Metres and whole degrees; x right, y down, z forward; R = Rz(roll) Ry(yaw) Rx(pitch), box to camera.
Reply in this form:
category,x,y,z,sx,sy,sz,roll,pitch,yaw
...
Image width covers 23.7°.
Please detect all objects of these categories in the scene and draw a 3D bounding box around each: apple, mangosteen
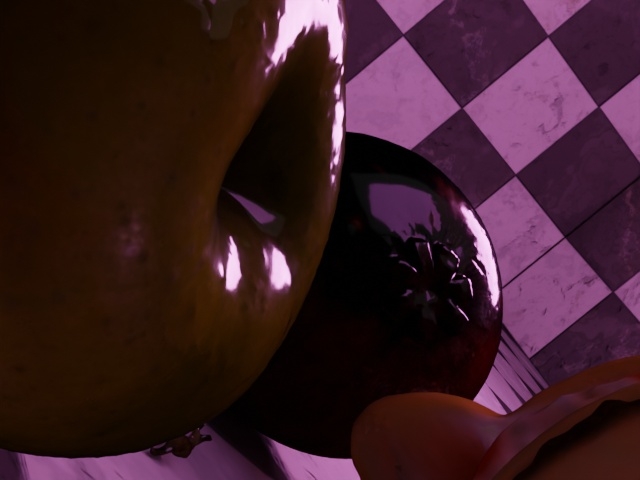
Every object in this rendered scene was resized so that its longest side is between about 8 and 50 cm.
category,x,y,z,sx,sy,sz,roll,pitch,yaw
apple,-0.078,-0.032,0.454,0.157,0.196,0.196,16,-10,25
mangosteen,0.001,0.029,0.820,0.200,0.200,0.200,50,6,-7

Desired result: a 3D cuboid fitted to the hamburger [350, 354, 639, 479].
category,x,y,z,sx,sy,sz,roll,pitch,yaw
hamburger,0.150,0.173,0.684,0.303,0.261,0.186,9,4,-4

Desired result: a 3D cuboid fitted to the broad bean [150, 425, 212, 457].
category,x,y,z,sx,sy,sz,roll,pitch,yaw
broad bean,-0.108,0.003,0.692,0.227,0.039,0.069,53,12,22
